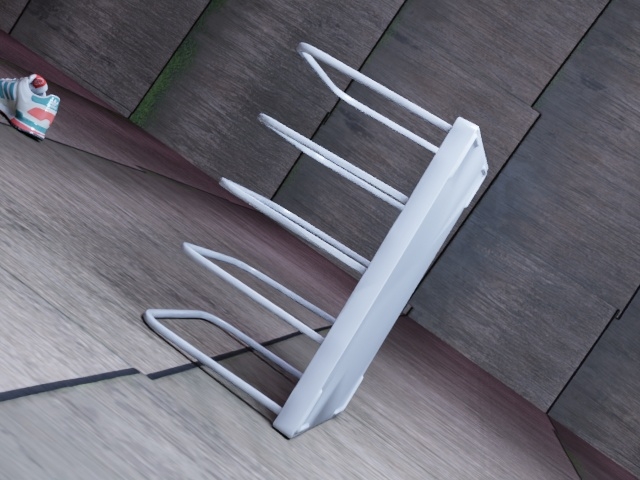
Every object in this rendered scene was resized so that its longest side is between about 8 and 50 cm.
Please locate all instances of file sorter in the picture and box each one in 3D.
[{"bbox_3d":[0.000,0.000,0.793,0.173,0.277,0.193,31,2,14],"label":"file sorter"}]

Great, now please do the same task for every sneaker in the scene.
[{"bbox_3d":[-0.421,-0.206,1.271,0.161,0.075,0.057,37,4,34],"label":"sneaker"}]
